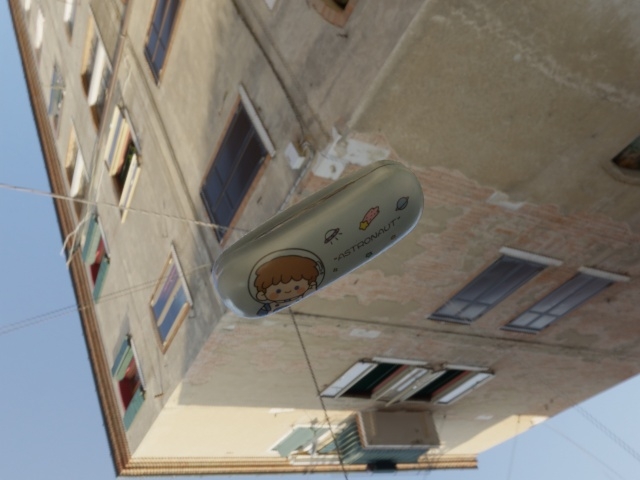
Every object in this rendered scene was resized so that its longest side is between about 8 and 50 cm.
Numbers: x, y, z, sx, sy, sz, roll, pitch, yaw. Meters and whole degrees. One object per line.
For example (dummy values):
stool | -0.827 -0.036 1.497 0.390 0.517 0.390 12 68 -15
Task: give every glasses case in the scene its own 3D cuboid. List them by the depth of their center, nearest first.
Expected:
glasses case | 0.000 0.000 0.399 0.178 0.067 0.045 -30 -140 -2
